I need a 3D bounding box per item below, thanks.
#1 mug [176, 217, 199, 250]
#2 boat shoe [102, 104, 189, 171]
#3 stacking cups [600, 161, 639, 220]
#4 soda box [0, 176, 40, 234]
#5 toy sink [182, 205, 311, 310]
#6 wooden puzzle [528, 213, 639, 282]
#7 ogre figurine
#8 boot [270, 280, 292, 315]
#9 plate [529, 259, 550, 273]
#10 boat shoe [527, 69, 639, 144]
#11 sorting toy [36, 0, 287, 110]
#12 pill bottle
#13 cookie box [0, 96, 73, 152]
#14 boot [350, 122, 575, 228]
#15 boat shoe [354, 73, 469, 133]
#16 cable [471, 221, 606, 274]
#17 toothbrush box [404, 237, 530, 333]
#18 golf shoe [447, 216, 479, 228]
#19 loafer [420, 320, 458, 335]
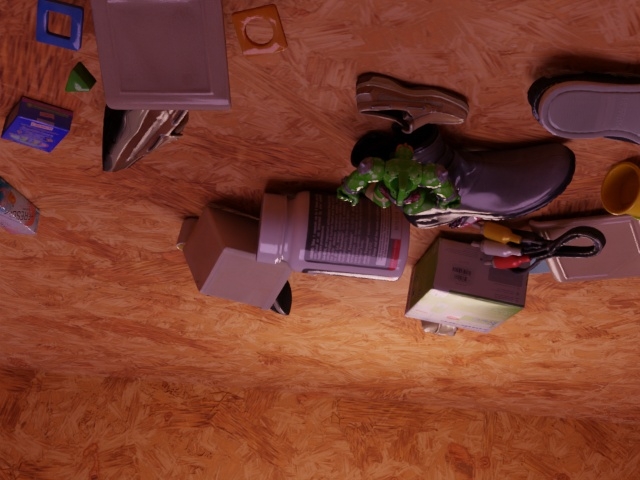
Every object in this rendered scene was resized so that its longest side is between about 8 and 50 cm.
[{"bbox_3d":[-0.280,-0.012,2.118,0.078,0.064,0.062,-9,157,33],"label":"mug"},{"bbox_3d":[-0.269,-0.190,1.560,0.120,0.123,0.324,7,160,-22],"label":"boat shoe"},{"bbox_3d":[0.653,-0.068,1.784,0.316,0.096,0.096,9,160,-29],"label":"stacking cups"},{"bbox_3d":[-0.649,-0.069,2.042,0.063,0.058,0.183,0,160,12],"label":"soda box"},{"bbox_3d":[-0.146,0.046,2.056,0.234,0.153,0.131,15,118,-33],"label":"toy sink"},{"bbox_3d":[0.564,0.011,2.012,0.238,0.044,0.221,-2,145,28],"label":"wooden puzzle"},{"bbox_3d":[0.132,-0.091,1.592,0.197,0.097,0.118,23,157,8],"label":"ogre figurine"},{"bbox_3d":[-0.183,0.116,2.425,0.178,0.085,0.236,-2,153,23],"label":"boot"},{"bbox_3d":[0.458,0.034,2.166,0.188,0.024,0.188,4,159,2],"label":"plate"},{"bbox_3d":[0.454,-0.196,1.454,0.302,0.091,0.114,10,115,-13],"label":"boat shoe"},{"bbox_3d":[-0.213,-0.271,1.353,0.347,0.047,0.196,2,123,8],"label":"sorting toy"},{"bbox_3d":[0.022,-0.013,1.921,0.283,0.161,0.161,6,160,-5],"label":"pill bottle"},{"bbox_3d":[-0.484,-0.196,1.690,0.091,0.040,0.107,16,157,-29],"label":"cookie box"},{"bbox_3d":[0.236,-0.126,1.661,0.338,0.118,0.222,-17,142,28],"label":"boot"},{"bbox_3d":[0.140,-0.197,1.526,0.190,0.072,0.068,10,159,-16],"label":"boat shoe"},{"bbox_3d":[0.433,0.027,1.963,0.287,0.072,0.139,9,131,48],"label":"cable"},{"bbox_3d":[0.320,0.106,2.200,0.206,0.122,0.283,12,164,-4],"label":"toothbrush box"},{"bbox_3d":[0.292,-0.066,1.858,0.086,0.067,0.186,-10,173,-22],"label":"golf shoe"},{"bbox_3d":[0.300,0.193,2.516,0.092,0.102,0.268,-5,160,6],"label":"loafer"}]
